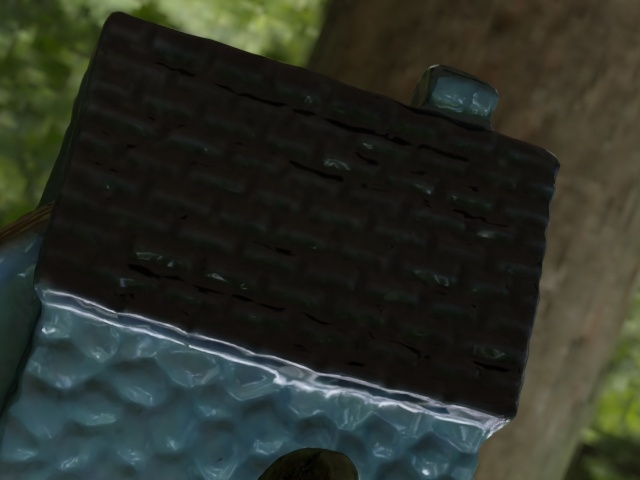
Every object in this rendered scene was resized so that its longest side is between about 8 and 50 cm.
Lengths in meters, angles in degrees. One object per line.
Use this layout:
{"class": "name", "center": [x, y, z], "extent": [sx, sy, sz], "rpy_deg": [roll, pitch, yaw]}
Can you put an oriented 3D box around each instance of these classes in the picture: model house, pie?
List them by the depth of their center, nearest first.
{"class": "pie", "center": [-0.016, 0.148, 1.052], "extent": [0.085, 0.085, 0.017], "rpy_deg": [19, 158, 52]}
{"class": "model house", "center": [-0.054, 0.019, 1.283], "extent": [0.360, 0.339, 0.297], "rpy_deg": [18, -174, -9]}
